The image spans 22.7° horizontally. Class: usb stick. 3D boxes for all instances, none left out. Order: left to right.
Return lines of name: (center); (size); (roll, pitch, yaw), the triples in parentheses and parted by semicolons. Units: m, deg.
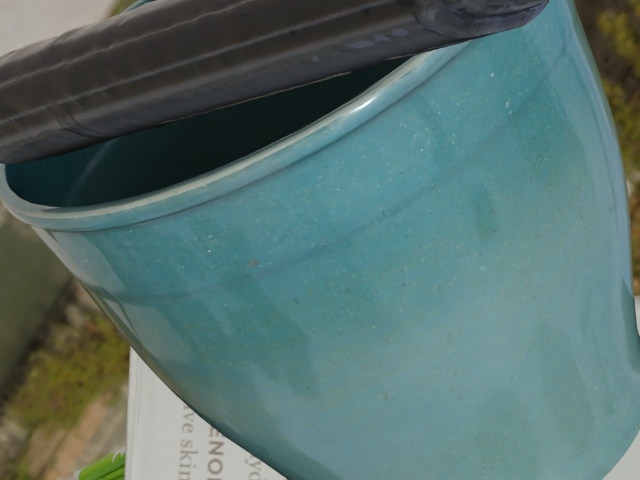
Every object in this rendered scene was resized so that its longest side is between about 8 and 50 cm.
usb stick: (-0.037, -0.070, 0.583); (0.077, 0.045, 0.278); (-6, 177, -44)

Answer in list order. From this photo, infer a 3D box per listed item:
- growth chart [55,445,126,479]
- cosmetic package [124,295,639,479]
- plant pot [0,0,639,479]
growth chart: (-0.112, 0.265, 1.336); (0.172, 0.237, 0.021); (-33, 159, 14)
cosmetic package: (0.090, 0.203, 1.052); (0.329, 0.394, 0.327); (60, 33, -82)
plant pot: (0.029, 0.003, 0.756); (0.272, 0.255, 0.271); (-24, -154, 13)
